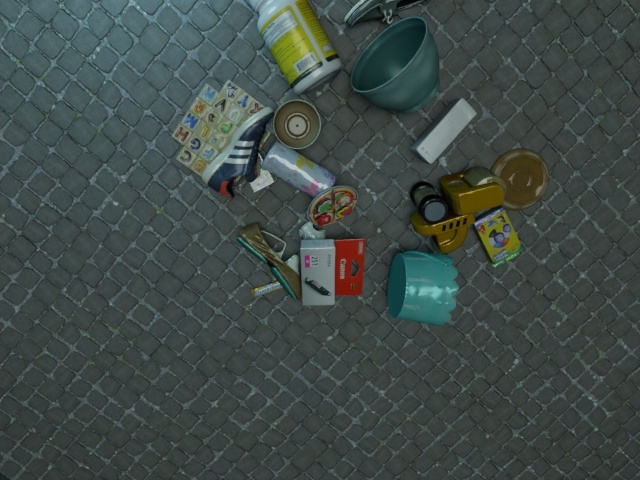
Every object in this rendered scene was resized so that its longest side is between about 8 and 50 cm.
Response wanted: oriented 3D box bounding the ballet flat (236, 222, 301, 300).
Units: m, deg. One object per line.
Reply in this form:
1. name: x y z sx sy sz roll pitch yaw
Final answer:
1. ballet flat: -0.161 0.067 1.615 0.124 0.116 0.342 -44 94 -16

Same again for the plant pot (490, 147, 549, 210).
1. plant pot: 0.753 -0.227 1.619 0.235 0.032 0.237 -1 103 -3

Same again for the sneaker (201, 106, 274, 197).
1. sneaker: -0.252 -0.296 1.496 0.148 0.131 0.350 42 107 -6

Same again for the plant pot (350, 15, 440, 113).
1. plant pot: 0.274 -0.548 1.423 0.196 0.293 0.293 35 100 -35

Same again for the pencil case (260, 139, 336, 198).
1. pencil case: -0.079 -0.242 1.539 0.272 0.114 0.124 29 140 -8

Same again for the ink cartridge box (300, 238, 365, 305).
1. ink cartridge box: 0.046 0.123 1.610 0.238 0.060 0.276 -1 123 -1

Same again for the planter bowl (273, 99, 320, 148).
1. planter bowl: -0.081 -0.405 1.507 0.161 0.109 0.162 0 103 -2

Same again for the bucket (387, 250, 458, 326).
1. bucket: 0.363 0.171 1.573 0.182 0.281 0.282 7 102 -6

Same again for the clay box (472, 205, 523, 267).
1. clay box: 0.683 -0.008 1.653 0.127 0.053 0.222 -30 101 5

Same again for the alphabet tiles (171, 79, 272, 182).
1. alphabet tiles: -0.355 -0.382 1.545 0.285 0.011 0.343 36 98 -7

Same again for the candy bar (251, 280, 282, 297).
1. candy bar: -0.190 0.183 1.679 0.161 0.018 0.040 -19 102 1

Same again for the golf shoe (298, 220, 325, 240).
1. golf shoe: 0.000 0.000 1.624 0.086 0.069 0.176 -45 102 1

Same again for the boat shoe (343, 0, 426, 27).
1. boat shoe: 0.232 -0.787 1.433 0.319 0.116 0.099 -29 98 -1

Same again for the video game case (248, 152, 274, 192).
1. video game case: -0.237 -0.250 1.585 0.087 0.011 0.122 -27 102 4

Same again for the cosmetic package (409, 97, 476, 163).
1. cosmetic package: 0.431 -0.387 1.528 0.085 0.117 0.231 41 99 -11

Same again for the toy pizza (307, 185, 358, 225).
1. toy pizza: 0.048 -0.117 1.550 0.201 0.032 0.201 -18 146 -13

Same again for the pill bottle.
1. pill bottle: -0.086 -0.669 1.409 0.187 0.188 0.334 -30 102 5

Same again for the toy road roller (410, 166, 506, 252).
1. toy road roller: 0.493 -0.104 1.557 0.329 0.203 0.241 -17 115 7
